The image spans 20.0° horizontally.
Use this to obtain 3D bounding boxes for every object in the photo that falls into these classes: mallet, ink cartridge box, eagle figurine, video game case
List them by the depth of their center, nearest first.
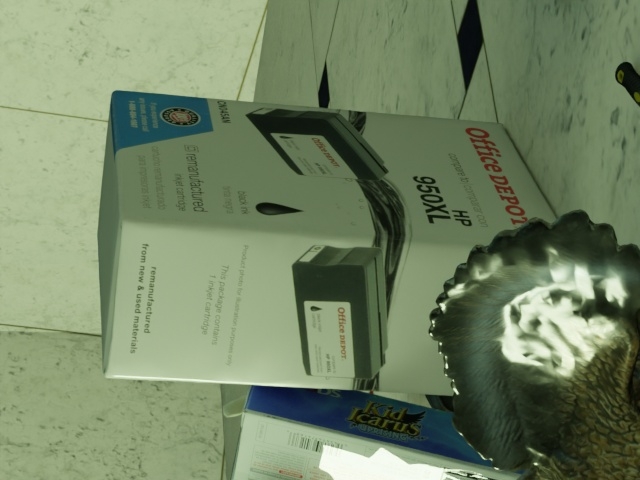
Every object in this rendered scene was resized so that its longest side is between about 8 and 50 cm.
[{"bbox_3d":[0.193,0.095,1.126,0.226,0.225,0.298,-56,-39,-71],"label":"eagle figurine"},{"bbox_3d":[0.242,-0.088,1.326,0.189,0.039,0.062,-109,26,-75],"label":"mallet"},{"bbox_3d":[0.000,0.000,1.666,0.285,0.395,0.166,-107,23,-62],"label":"ink cartridge box"},{"bbox_3d":[0.050,0.243,1.682,0.061,0.269,0.244,-75,-3,-46],"label":"video game case"}]

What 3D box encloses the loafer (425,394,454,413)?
[{"bbox_3d":[0.133,0.100,1.852,0.061,0.062,0.170,120,150,-61],"label":"loafer"}]

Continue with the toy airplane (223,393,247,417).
[{"bbox_3d":[-0.005,0.328,1.983,0.386,0.272,0.384,-124,36,-74],"label":"toy airplane"}]
